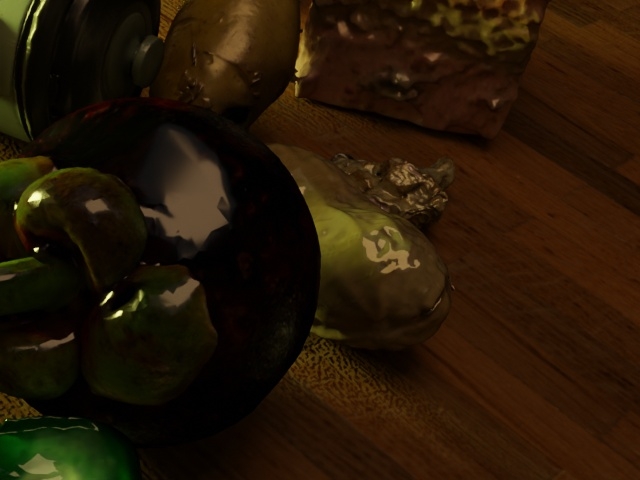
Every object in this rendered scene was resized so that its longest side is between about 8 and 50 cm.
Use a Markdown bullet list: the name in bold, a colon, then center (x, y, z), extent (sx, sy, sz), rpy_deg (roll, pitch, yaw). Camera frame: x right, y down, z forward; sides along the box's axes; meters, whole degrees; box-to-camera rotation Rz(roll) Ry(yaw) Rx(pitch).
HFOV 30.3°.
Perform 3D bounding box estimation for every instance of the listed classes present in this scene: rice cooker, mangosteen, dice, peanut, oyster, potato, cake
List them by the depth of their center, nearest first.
- **dice**: center (-0.197, 0.209, 0.842), extent (0.128, 0.120, 0.131), rpy_deg (4, 41, -17)
- **mangosteen**: center (-0.149, 0.026, 0.952), extent (0.311, 0.311, 0.311), rpy_deg (10, 37, -7)
- **peanut**: center (0.000, 0.000, 1.172), extent (0.149, 0.149, 0.313), rpy_deg (-15, 44, -34)
- **rice cooker**: center (-0.306, -0.231, 1.251), extent (0.317, 0.264, 0.316), rpy_deg (14, 20, -5)
- **oyster**: center (0.077, -0.069, 1.333), extent (0.163, 0.081, 0.191), rpy_deg (32, 36, 28)
- **potato**: center (-0.105, -0.220, 1.354), extent (0.140, 0.173, 0.300), rpy_deg (42, 50, -33)
- **cake**: center (0.149, -0.332, 1.510), extent (0.314, 0.307, 0.293), rpy_deg (17, 33, 4)
